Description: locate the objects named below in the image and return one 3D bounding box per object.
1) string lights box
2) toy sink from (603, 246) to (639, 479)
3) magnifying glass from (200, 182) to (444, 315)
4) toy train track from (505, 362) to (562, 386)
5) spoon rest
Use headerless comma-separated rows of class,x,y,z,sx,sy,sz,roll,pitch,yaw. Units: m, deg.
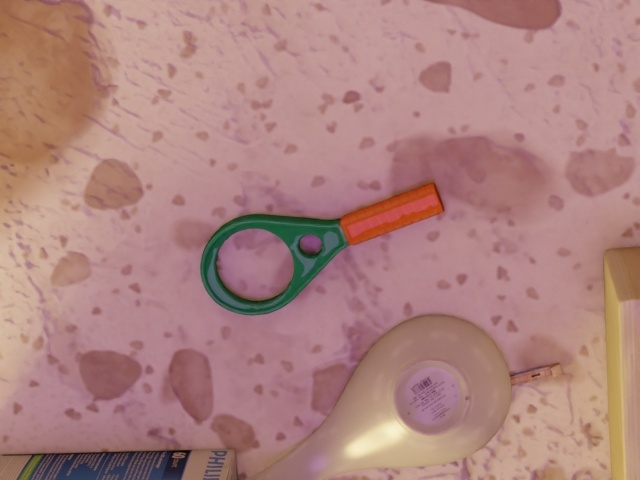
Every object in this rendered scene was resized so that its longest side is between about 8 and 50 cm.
string lights box,-0.211,0.253,1.697,0.260,0.133,0.076,-1,106,5
toy sink,0.324,0.135,1.611,0.131,0.153,0.234,-3,106,5
magnifying glass,0.000,0.000,1.664,0.231,0.026,0.092,-20,104,12
toy train track,0.182,0.130,1.692,0.083,0.014,0.048,-16,105,8
spoon rest,0.046,0.173,1.687,0.276,0.084,0.137,-31,90,1
